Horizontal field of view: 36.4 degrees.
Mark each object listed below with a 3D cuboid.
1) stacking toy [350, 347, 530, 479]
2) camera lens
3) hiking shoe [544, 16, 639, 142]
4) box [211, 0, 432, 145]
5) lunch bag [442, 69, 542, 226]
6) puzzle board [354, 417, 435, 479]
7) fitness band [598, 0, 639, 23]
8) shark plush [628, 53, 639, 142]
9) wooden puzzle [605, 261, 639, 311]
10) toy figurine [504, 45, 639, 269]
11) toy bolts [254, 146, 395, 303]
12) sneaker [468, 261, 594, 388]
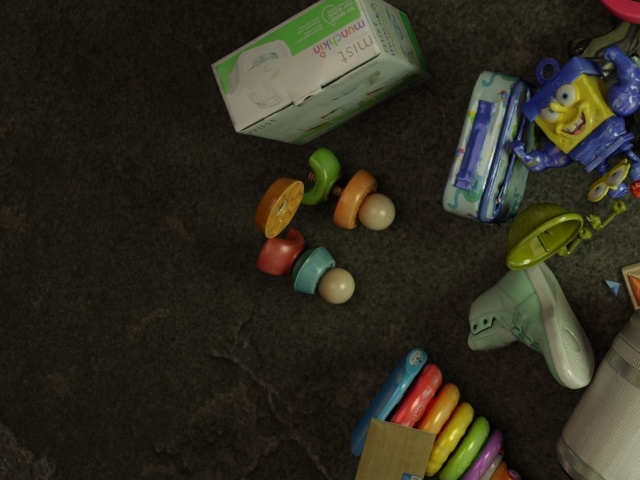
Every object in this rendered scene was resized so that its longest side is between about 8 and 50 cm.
[{"bbox_3d":[0.213,0.315,1.473,0.302,0.175,0.166,35,107,10],"label":"stacking toy"},{"bbox_3d":[0.464,0.238,1.303,0.219,0.219,0.274,31,102,22],"label":"camera lens"},{"bbox_3d":[0.396,-0.237,1.426,0.227,0.086,0.114,-48,62,8],"label":"hiking shoe"},{"bbox_3d":[0.006,-0.261,1.519,0.262,0.231,0.127,-25,79,24],"label":"box"},{"bbox_3d":[0.256,-0.132,1.429,0.090,0.176,0.219,18,96,25],"label":"lunch bag"},{"bbox_3d":[0.106,0.324,1.424,0.096,0.011,0.128,14,112,2],"label":"puzzle board"},{"bbox_3d":[0.518,-0.413,1.355,0.290,0.054,0.209,-25,65,17],"label":"fitness band"},{"bbox_3d":[0.467,-0.186,1.361,0.073,0.067,0.161,0,122,19],"label":"shark plush"},{"bbox_3d":[0.480,0.063,1.411,0.116,0.014,0.079,-26,78,23],"label":"wooden puzzle"},{"bbox_3d":[0.358,-0.146,1.342,0.362,0.191,0.217,-46,67,39],"label":"toy figurine"},{"bbox_3d":[0.000,0.000,1.550,0.158,0.218,0.229,31,120,16],"label":"toy bolts"},{"bbox_3d":[0.294,0.147,1.402,0.151,0.094,0.256,-40,29,21],"label":"sneaker"}]
